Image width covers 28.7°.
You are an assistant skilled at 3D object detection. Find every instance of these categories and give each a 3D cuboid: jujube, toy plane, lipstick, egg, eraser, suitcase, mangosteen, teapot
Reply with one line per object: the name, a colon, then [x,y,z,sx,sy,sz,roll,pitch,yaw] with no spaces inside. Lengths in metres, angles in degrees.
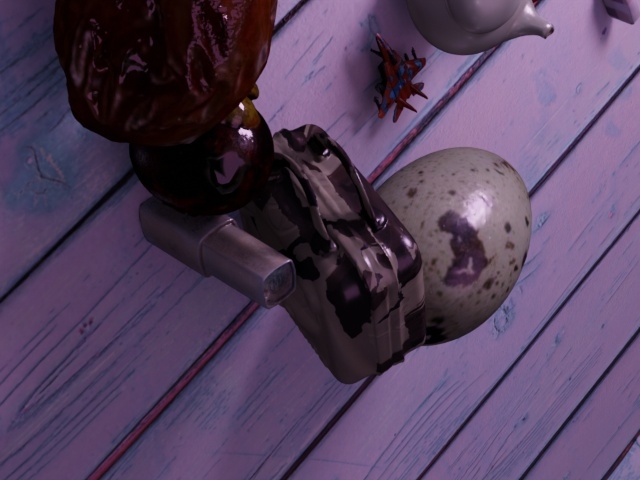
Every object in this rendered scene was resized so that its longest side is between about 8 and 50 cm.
jujube: [-0.182,-0.302,1.476,0.276,0.276,0.377,-17,122,-42]
toy plane: [0.115,-0.274,2.012,0.130,0.061,0.189,-50,137,-12]
lipstick: [-0.142,0.009,1.740,0.079,0.253,0.077,-36,137,-31]
egg: [0.203,0.006,2.109,0.379,0.288,0.287,-49,143,-33]
eraser: [0.576,-0.463,2.412,0.026,0.065,0.105,-54,143,-10]
suitcase: [0.000,0.000,1.811,0.194,0.351,0.339,-27,143,-15]
mangosteen: [-0.155,-0.132,1.681,0.210,0.210,0.210,-28,132,-36]
teapot: [0.244,-0.450,1.955,0.220,0.149,0.318,-9,103,-21]

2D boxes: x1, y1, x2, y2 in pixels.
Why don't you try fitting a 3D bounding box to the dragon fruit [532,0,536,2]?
dragon fruit: [0.307,-0.451,2.071,0.127,0.120,0.161,22,100,-47]
